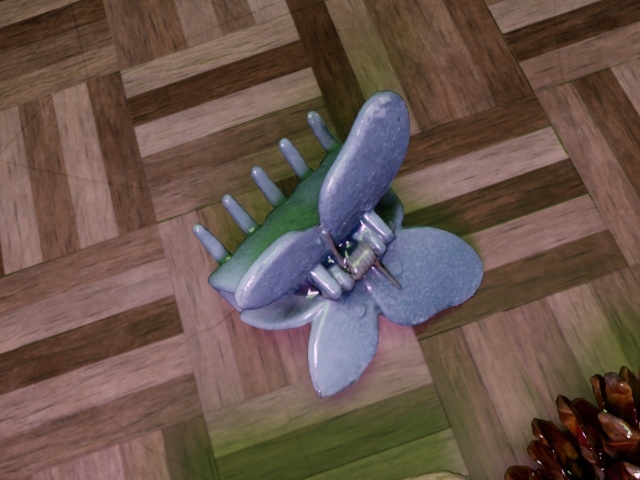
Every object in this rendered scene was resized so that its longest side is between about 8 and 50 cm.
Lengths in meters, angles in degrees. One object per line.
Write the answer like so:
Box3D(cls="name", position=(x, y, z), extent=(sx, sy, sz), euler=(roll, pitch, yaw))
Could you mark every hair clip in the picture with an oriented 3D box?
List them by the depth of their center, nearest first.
Box3D(cls="hair clip", position=(0.000, 0.000, 1.029), extent=(0.318, 0.392, 0.238), euler=(-47, 43, -11))

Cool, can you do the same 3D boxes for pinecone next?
Box3D(cls="pinecone", position=(0.337, 0.289, 0.847), extent=(0.244, 0.244, 0.309), euler=(15, 107, 14))

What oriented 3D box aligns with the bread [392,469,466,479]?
Box3D(cls="bread", position=(0.013, 0.481, 0.798), extent=(0.390, 0.279, 0.371), euler=(-12, 60, 4))
